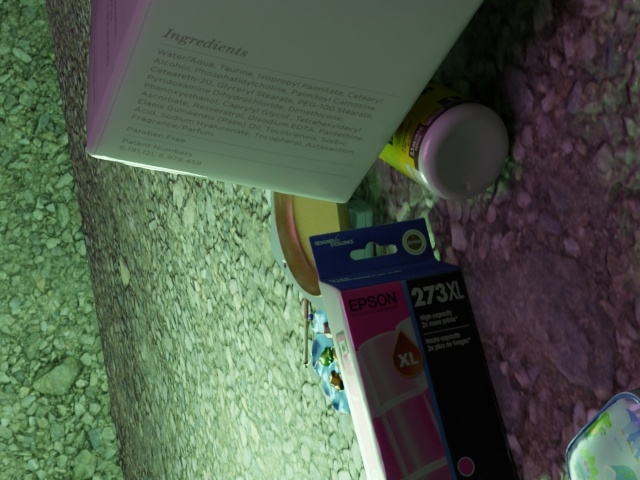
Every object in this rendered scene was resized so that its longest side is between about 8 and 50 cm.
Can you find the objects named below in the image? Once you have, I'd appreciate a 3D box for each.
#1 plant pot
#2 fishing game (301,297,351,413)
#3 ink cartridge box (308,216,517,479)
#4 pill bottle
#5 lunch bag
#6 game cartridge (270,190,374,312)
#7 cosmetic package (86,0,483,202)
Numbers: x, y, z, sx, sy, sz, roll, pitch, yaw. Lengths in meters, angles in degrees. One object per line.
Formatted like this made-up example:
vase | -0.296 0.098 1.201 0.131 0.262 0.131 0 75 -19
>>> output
plant pot | -0.011 -0.034 1.672 0.236 0.032 0.236 35 129 57
fishing game | 0.019 0.189 1.807 0.264 0.041 0.189 -149 56 -60
ink cartridge box | 0.114 0.151 1.407 0.069 0.176 0.370 139 118 -63
pill bottle | 0.123 -0.135 1.352 0.215 0.117 0.117 -139 45 -55
lunch bag | 0.334 0.252 1.058 0.176 0.090 0.219 111 142 -51
game cartridge | 0.000 0.000 1.762 0.297 0.062 0.198 -141 43 -56
cosmetic package | -0.054 -0.301 1.247 0.393 0.328 0.329 124 149 -47
